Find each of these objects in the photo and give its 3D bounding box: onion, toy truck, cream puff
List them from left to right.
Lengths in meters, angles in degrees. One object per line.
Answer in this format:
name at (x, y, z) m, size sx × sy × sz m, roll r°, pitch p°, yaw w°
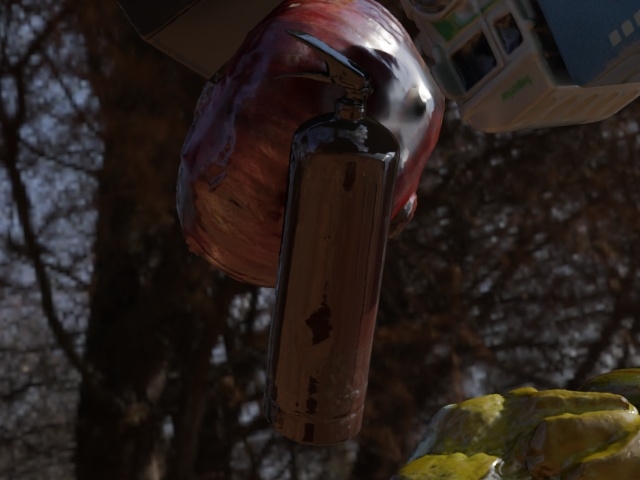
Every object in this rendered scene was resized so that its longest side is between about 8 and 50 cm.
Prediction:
onion at (-0.006, -0.073, 1.040) m, size 0.190 × 0.246 × 0.246 m, roll 35°, pitch -32°, yaw 1°
cream puff at (0.094, 0.132, 0.543) m, size 0.116 × 0.146 × 0.146 m, roll -7°, pitch -17°, yaw 40°
toy truck at (0.202, -0.195, 0.823) m, size 0.146 × 0.175 × 0.367 m, roll -8°, pitch -18°, yaw -33°

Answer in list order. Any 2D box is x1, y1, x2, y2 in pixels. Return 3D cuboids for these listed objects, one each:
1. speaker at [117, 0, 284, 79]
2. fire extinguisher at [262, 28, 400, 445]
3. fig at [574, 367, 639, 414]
speaker at (-0.094, -0.306, 1.128) m, size 0.232 × 0.254 × 0.184 m, roll -36°, pitch -13°, yaw 9°
fire extinguisher at (0.000, 0.000, 0.880) m, size 0.089 × 0.267 × 0.072 m, roll 16°, pitch 24°, yaw 21°
fig at (0.301, 0.148, 1.068) m, size 0.151 × 0.151 × 0.259 m, roll 9°, pitch -36°, yaw -37°
